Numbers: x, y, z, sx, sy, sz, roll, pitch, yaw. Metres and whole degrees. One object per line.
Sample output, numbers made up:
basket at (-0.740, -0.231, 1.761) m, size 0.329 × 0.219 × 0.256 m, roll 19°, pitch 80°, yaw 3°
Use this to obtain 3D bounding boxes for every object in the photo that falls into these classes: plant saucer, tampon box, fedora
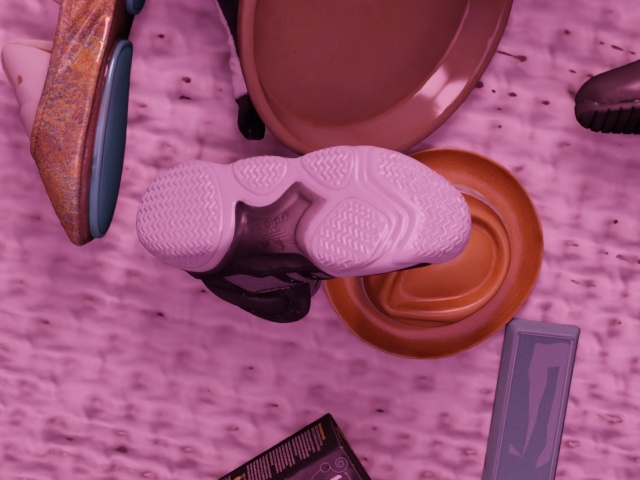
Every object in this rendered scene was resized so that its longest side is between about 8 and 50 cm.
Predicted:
plant saucer at (0.184, 0.166, 1.270) m, size 0.067 × 0.018 × 0.192 m, roll 7°, pitch 98°, yaw -5°
tampon box at (-0.025, 0.247, 1.226) m, size 0.161 × 0.101 × 0.120 m, roll -30°, pitch 101°, yaw 1°
fedora at (0.098, 0.018, 1.207) m, size 0.194 × 0.079 × 0.194 m, roll -1°, pitch 100°, yaw -3°
plant saucer at (0.044, -0.191, 1.119) m, size 0.278 × 0.041 × 0.278 m, roll -22°, pitch 127°, yaw -31°

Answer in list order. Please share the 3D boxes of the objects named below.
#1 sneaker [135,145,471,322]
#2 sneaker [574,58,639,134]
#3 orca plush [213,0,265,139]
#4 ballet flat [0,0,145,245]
sneaker at (0.000, 0.000, 1.144) m, size 0.268 × 0.153 × 0.101 m, roll 1°, pitch 68°, yaw 20°
sneaker at (0.359, -0.179, 1.186) m, size 0.330 × 0.122 × 0.146 m, roll -14°, pitch 82°, yaw 0°
orca plush at (-0.045, -0.220, 1.108) m, size 0.102 × 0.151 × 0.287 m, roll 6°, pitch 102°, yaw 35°
ballet flat at (-0.192, -0.174, 1.139) m, size 0.123 × 0.123 × 0.348 m, roll 11°, pitch 95°, yaw -6°
